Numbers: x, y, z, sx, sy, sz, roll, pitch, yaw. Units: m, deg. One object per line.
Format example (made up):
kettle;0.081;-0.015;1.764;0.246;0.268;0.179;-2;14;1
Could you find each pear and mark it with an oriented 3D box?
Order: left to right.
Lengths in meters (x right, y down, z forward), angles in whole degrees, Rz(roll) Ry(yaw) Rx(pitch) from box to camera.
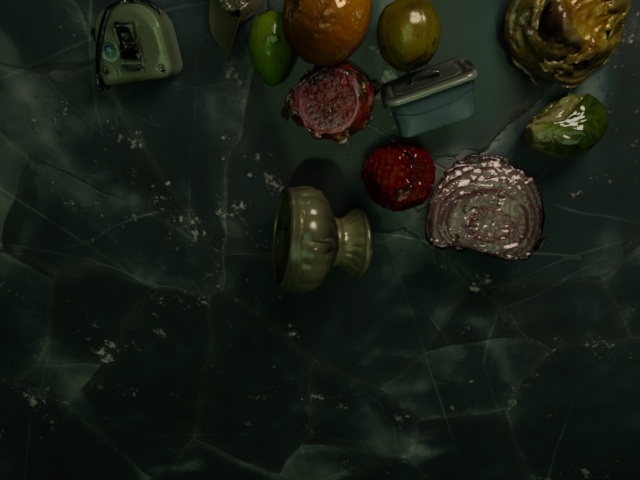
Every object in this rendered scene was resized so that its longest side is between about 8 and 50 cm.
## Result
pear;0.210;-0.490;0.964;0.148;0.149;0.162;-12;109;13

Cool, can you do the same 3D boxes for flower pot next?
flower pot;0.000;0.000;1.169;0.244;0.307;0.307;5;119;-17

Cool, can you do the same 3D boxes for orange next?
orange;0.013;-0.514;0.925;0.193;0.219;0.219;-9;118;-16

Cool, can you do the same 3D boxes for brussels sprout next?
brussels sprout;0.621;-0.278;1.023;0.183;0.131;0.145;-35;102;17

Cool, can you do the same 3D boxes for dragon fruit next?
dragon fruit;0.022;-0.351;1.060;0.282;0.147;0.211;-12;115;11

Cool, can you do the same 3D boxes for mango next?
mango;-0.123;-0.488;1.037;0.119;0.100;0.178;7;125;2

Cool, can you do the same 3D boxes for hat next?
hat;-0.205;-0.563;1.023;0.144;0.173;0.166;-28;68;-12

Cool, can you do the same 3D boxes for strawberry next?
strawberry;0.211;-0.158;1.075;0.205;0.244;0.205;3;114;7

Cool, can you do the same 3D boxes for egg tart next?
egg tart;0.579;-0.497;0.929;0.297;0.132;0.297;0;117;1

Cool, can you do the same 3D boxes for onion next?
onion;0.464;-0.090;1.145;0.314;0.146;0.280;13;93;11

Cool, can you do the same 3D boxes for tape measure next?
tape measure;-0.505;-0.516;1.065;0.235;0.115;0.207;-4;118;10

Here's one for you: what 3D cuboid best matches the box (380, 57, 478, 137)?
box;0.272;-0.362;1.017;0.227;0.162;0.130;-14;124;14
